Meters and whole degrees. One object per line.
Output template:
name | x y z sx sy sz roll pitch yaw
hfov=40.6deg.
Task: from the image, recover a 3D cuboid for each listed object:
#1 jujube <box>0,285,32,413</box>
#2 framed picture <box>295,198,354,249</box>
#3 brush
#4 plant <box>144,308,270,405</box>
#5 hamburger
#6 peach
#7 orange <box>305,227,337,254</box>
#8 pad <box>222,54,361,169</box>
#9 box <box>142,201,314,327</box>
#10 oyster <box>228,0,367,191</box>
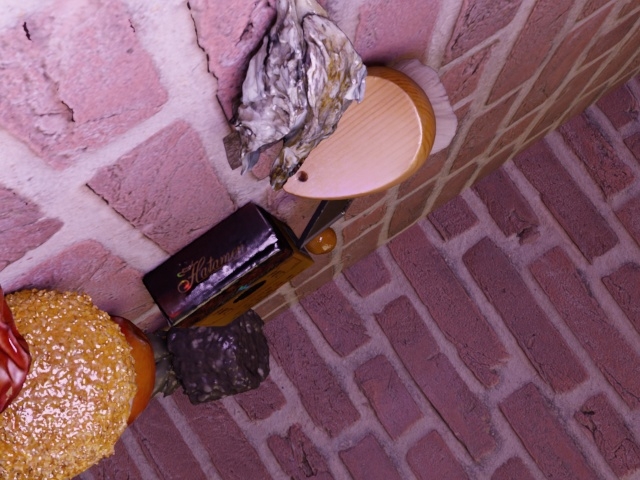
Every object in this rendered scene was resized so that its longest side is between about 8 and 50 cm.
jujube | -0.473 0.137 0.851 0.342 0.216 0.216 -24 169 -11
framed picture | 0.053 -0.108 1.697 0.192 0.018 0.265 -39 166 -51
brush | 0.064 -0.157 1.314 0.266 0.174 0.166 -30 -177 25
plant | -0.295 0.274 2.078 0.312 0.215 0.213 -11 -165 23
hamburger | -0.404 0.211 1.217 0.294 0.276 0.179 -36 -177 -19
peach | -0.413 0.249 1.637 0.243 0.199 0.244 16 90 -87
orange | 0.000 0.000 2.173 0.085 0.085 0.085 -33 171 -6
pad | -0.041 -0.186 1.285 0.235 0.003 0.158 -33 171 -8
box | -0.172 0.062 1.758 0.264 0.116 0.415 -34 172 2
oyster | -0.029 -0.175 1.026 0.351 0.158 0.162 100 3 -67
